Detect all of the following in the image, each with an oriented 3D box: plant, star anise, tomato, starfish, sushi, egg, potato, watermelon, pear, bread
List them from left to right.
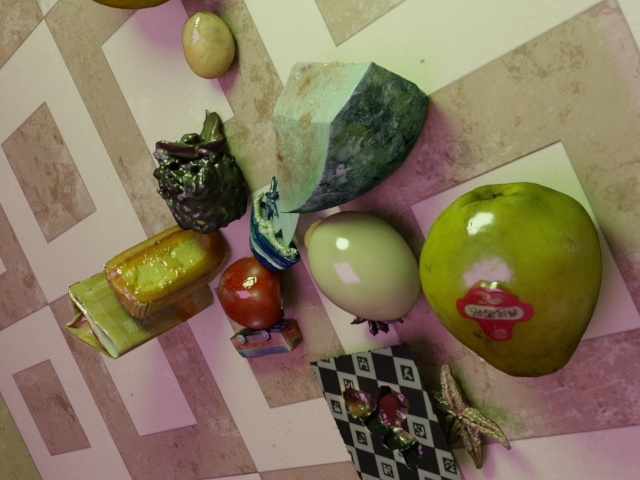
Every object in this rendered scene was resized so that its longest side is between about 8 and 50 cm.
[{"bbox_3d":[-0.358,0.062,1.815,0.152,0.288,0.119,47,142,16],"label":"bread"},{"bbox_3d":[-0.262,-0.140,1.709,0.178,0.204,0.234,16,126,38],"label":"plant"},{"bbox_3d":[-0.240,-0.411,1.628,0.112,0.112,0.147,21,128,33],"label":"potato"},{"bbox_3d":[-0.155,0.111,1.740,0.167,0.167,0.167,18,119,35],"label":"tomato"},{"bbox_3d":[0.000,0.000,1.610,0.071,0.083,0.071,11,135,12],"label":"egg"},{"bbox_3d":[0.025,-0.219,1.416,0.258,0.228,0.387,56,143,19],"label":"watermelon"},{"bbox_3d":[0.084,0.050,1.487,0.241,0.186,0.186,40,130,8],"label":"egg"},{"bbox_3d":[0.118,0.146,1.589,0.129,0.056,0.124,21,121,33],"label":"star anise"},{"bbox_3d":[0.156,0.371,1.650,0.339,0.068,0.320,-23,91,52],"label":"sushi"},{"bbox_3d":[0.283,0.355,1.539,0.240,0.043,0.227,25,136,49],"label":"starfish"},{"bbox_3d":[0.313,0.073,1.252,0.287,0.287,0.375,1,128,41],"label":"pear"}]

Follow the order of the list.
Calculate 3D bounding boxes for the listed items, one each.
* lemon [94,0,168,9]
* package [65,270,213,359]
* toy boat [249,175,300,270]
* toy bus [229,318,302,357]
[{"bbox_3d":[-0.384,-0.616,1.512,0.347,0.348,0.348,18,119,35],"label":"lemon"},{"bbox_3d":[-0.445,0.125,1.892,0.221,0.311,0.165,21,124,35],"label":"package"},{"bbox_3d":[-0.086,-0.082,1.649,0.210,0.070,0.292,24,107,53],"label":"toy boat"},{"bbox_3d":[-0.130,0.234,1.840,0.192,0.065,0.077,-16,105,44],"label":"toy bus"}]
